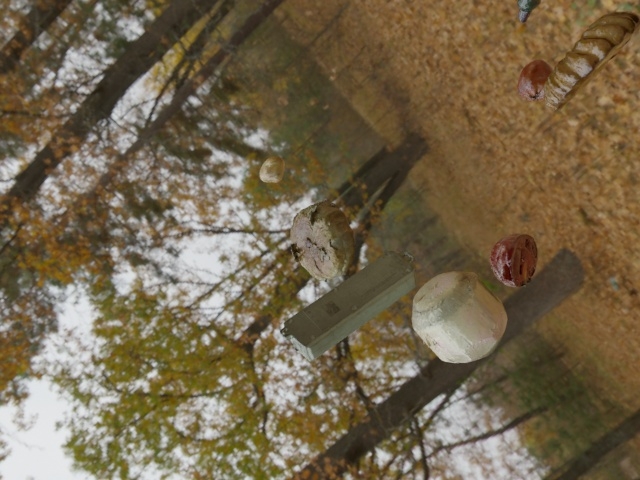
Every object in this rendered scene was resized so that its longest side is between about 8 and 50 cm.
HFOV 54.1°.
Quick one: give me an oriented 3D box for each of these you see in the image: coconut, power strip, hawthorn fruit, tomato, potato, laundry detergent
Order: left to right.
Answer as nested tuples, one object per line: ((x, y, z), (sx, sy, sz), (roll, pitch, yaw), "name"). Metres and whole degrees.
((-0.128, -0.191, 1.693), (0.068, 0.083, 0.062), (-14, -140, -43), "potato")
((0.056, 0.109, 1.088), (0.078, 0.272, 0.052), (42, 157, 39), "power strip")
((0.350, 0.197, 1.545), (0.234, 0.224, 0.224), (54, -171, -9), "coconut")
((0.498, 0.050, 1.638), (0.159, 0.091, 0.138), (-20, -73, -42), "tomato")
((0.707, -0.830, 2.060), (0.078, 0.144, 0.221), (30, 140, 21), "laundry detergent")
((0.762, -0.561, 2.200), (0.133, 0.137, 0.133), (8, 170, 1), "hawthorn fruit")

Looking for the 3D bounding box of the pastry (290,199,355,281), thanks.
((0.002, 0.005, 1.950), (0.236, 0.121, 0.256), (6, 108, 53), "pastry")

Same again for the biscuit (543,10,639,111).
((0.743, -0.504, 1.739), (0.107, 0.326, 0.326), (47, -171, 12), "biscuit")
